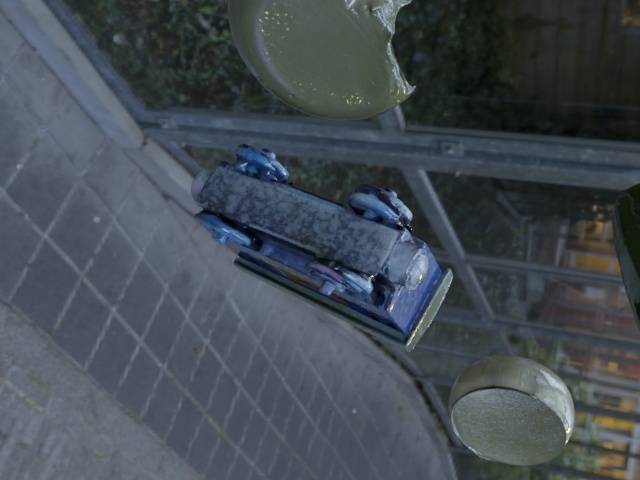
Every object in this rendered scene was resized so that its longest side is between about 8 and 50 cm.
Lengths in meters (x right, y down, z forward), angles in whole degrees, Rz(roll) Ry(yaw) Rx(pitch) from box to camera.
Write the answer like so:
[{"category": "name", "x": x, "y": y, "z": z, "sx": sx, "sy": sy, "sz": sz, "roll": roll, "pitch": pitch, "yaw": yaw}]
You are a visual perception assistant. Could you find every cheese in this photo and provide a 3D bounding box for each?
[{"category": "cheese", "x": 0.011, "y": -0.198, "z": 0.777, "sx": 0.202, "sy": 0.175, "sz": 0.091, "roll": 52, "pitch": 31, "yaw": -37}]

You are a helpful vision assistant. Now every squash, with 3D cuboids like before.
[{"category": "squash", "x": 0.278, "y": 0.020, "z": 0.660, "sx": 0.229, "sy": 0.066, "sz": 0.066, "roll": -69, "pitch": 158, "yaw": -58}]

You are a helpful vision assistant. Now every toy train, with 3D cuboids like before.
[{"category": "toy train", "x": 0.000, "y": 0.000, "z": 0.933, "sx": 0.131, "sy": 0.300, "sz": 0.202, "roll": -60, "pitch": 151, "yaw": -11}]

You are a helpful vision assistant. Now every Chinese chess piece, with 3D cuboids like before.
[{"category": "Chinese chess piece", "x": 0.188, "y": 0.168, "z": 0.804, "sx": 0.051, "sy": 0.122, "sz": 0.122, "roll": -61, "pitch": 151, "yaw": -47}]
